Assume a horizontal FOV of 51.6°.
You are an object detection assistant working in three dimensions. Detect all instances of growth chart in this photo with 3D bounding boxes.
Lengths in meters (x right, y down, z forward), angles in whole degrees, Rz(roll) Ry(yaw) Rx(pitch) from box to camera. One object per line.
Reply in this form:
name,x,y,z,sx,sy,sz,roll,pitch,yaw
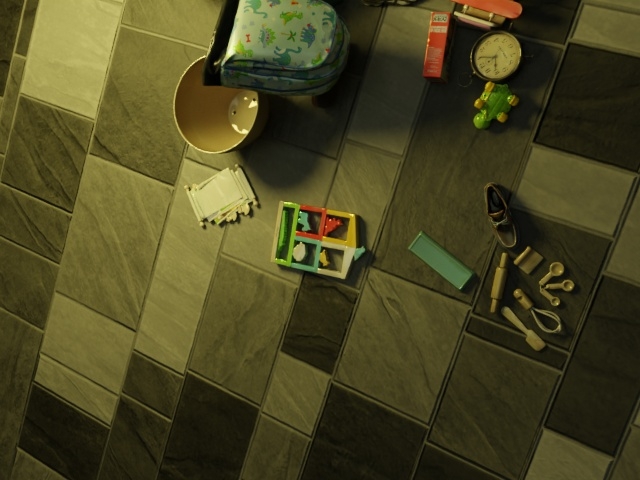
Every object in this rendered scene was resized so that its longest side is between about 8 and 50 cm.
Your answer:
growth chart,-0.314,-0.135,2.086,0.237,0.021,0.171,-21,84,23

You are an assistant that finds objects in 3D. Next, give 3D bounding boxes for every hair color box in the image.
hair color box,0.317,-0.507,1.750,0.053,0.093,0.167,9,96,23

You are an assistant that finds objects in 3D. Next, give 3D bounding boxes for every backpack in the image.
backpack,-0.100,-0.514,1.733,0.356,0.273,0.290,18,74,-12

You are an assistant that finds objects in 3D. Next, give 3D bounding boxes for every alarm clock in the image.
alarm clock,0.441,-0.461,1.712,0.192,0.064,0.129,-31,80,20

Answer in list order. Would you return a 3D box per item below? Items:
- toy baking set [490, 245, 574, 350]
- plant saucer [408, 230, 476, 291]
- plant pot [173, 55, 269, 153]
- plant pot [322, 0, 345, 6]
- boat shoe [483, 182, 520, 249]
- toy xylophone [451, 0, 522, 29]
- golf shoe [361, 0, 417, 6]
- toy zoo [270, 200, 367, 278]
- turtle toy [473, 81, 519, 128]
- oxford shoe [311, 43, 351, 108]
toy baking set,0.538,0.147,1.708,0.197,0.030,0.256,17,99,23
plant saucer,0.328,0.057,1.807,0.192,0.018,0.067,41,107,19
plant pot,-0.262,-0.390,1.961,0.284,0.191,0.284,1,92,24
plant pot,-0.065,-0.744,1.835,0.166,0.234,0.165,-16,85,24
boat shoe,0.462,-0.061,1.715,0.066,0.066,0.183,-23,82,23
toy xylophone,0.433,-0.703,1.697,0.236,0.081,0.322,18,99,23
golf shoe,0.194,-0.682,1.800,0.198,0.094,0.077,-4,89,23
toy zoo,0.000,0.000,1.945,0.293,0.030,0.192,11,96,23
turtle toy,0.444,-0.346,1.712,0.095,0.066,0.130,30,107,-4
oxford shoe,0.022,-0.483,1.900,0.076,0.076,0.212,27,93,61
